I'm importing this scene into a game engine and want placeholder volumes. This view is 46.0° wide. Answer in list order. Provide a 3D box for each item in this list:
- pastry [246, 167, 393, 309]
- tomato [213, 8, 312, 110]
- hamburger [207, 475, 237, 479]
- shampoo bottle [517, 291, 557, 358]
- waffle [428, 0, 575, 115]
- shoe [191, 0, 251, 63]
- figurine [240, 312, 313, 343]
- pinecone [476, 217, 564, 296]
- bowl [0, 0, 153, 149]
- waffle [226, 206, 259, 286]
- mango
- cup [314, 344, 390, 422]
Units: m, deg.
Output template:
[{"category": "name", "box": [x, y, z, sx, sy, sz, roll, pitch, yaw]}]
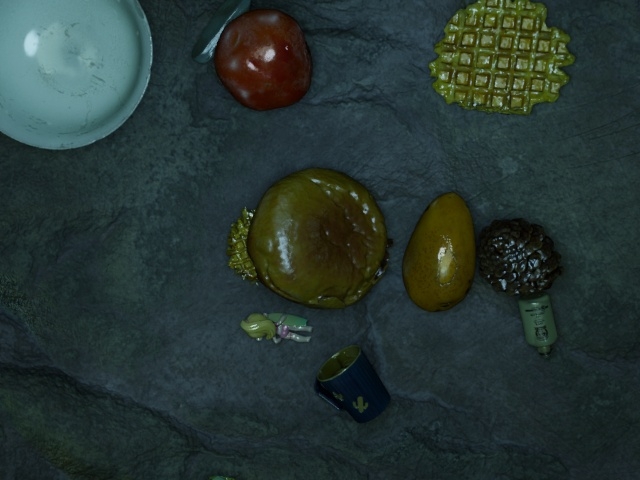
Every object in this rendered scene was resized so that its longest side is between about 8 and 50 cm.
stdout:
[{"category": "pastry", "box": [0.000, 0.000, 1.738, 0.355, 0.163, 0.356, 0, 90, -28]}, {"category": "tomato", "box": [-0.126, -0.397, 1.687, 0.231, 0.189, 0.232, -8, 126, -11]}, {"category": "hamburger", "box": [-0.291, 0.723, 1.953, 0.235, 0.125, 0.214, -16, 94, 1]}, {"category": "shampoo bottle", "box": [0.536, 0.211, 1.848, 0.079, 0.079, 0.162, -13, 100, 4]}, {"category": "waffle", "box": [0.420, -0.414, 1.747, 0.312, 0.060, 0.307, 40, 100, -4]}, {"category": "shoe", "box": [-0.218, -0.483, 1.758, 0.195, 0.079, 0.078, -50, 131, 2]}, {"category": "figurine", "box": [-0.108, 0.219, 1.879, 0.187, 0.083, 0.083, 13, 101, -10]}, {"category": "pinecone", "box": [0.470, 0.040, 1.773, 0.204, 0.179, 0.184, 6, 78, -42]}, {"category": "bowl", "box": [-0.571, -0.427, 1.708, 0.434, 0.196, 0.435, 0, 101, 3]}, {"category": "waffle", "box": [-0.135, 0.018, 1.843, 0.192, 0.070, 0.197, 12, 103, -1]}, {"category": "mango", "box": [0.286, 0.029, 1.774, 0.159, 0.191, 0.291, 8, 96, -7]}, {"category": "cup", "box": [0.073, 0.367, 1.881, 0.176, 0.131, 0.155, -29, 104, 37]}]
